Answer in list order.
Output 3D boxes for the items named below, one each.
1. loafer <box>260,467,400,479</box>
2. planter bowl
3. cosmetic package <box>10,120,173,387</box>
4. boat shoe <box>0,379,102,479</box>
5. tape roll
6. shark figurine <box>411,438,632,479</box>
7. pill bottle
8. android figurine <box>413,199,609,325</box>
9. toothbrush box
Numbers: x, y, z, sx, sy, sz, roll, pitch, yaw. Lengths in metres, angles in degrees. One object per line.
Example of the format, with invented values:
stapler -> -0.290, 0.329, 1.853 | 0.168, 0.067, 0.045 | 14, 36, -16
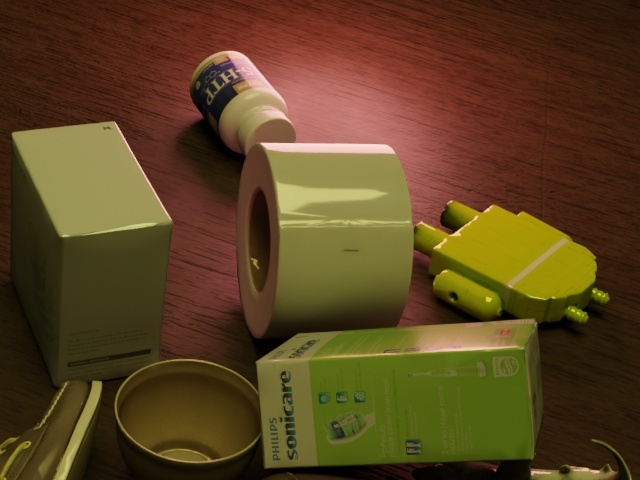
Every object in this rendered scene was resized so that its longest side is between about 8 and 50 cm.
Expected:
loafer -> 0.093, 0.298, 1.462 | 0.365, 0.134, 0.130 | 16, 35, 7
planter bowl -> -0.144, 0.222, 1.531 | 0.162, 0.109, 0.162 | 7, 34, -5
cosmetic package -> -0.281, 0.013, 1.692 | 0.138, 0.225, 0.224 | -7, 38, -24
boat shoe -> -0.300, 0.255, 1.442 | 0.096, 0.117, 0.324 | 14, 40, -1
tape roll -> 0.000, 0.000, 1.769 | 0.169, 0.246, 0.246 | 0, 36, -16
shark figurine -> 0.251, 0.290, 1.525 | 0.278, 0.116, 0.166 | -10, -25, 43
pill bottle -> -0.113, -0.195, 2.134 | 0.112, 0.112, 0.187 | -10, 39, -27
android figurine -> 0.265, 0.034, 1.955 | 0.273, 0.056, 0.248 | 28, 38, 24
toothbrush box -> 0.092, 0.163, 1.532 | 0.283, 0.122, 0.206 | -3, 4, 11
